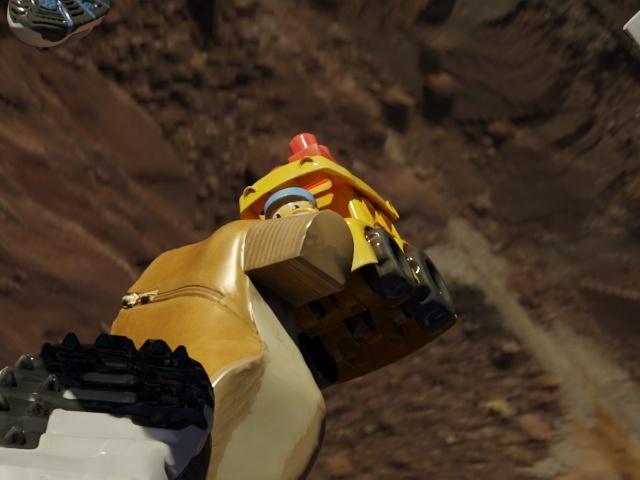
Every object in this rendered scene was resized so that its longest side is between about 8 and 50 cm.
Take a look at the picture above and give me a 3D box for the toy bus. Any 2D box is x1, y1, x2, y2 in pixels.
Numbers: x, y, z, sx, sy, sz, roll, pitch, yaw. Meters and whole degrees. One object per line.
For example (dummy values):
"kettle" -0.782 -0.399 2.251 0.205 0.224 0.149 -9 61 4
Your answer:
"toy bus" 0.000 0.000 1.709 0.149 0.220 0.211 -26 67 14

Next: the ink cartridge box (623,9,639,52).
"ink cartridge box" 0.336 -0.211 1.431 0.208 0.206 0.045 -43 75 29

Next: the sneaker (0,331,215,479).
"sneaker" -0.079 0.111 0.638 0.078 0.234 0.106 7 112 -2

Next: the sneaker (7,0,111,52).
"sneaker" -0.225 -0.191 1.700 0.080 0.211 0.081 31 109 -5

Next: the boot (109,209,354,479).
"boot" -0.092 0.112 1.461 0.104 0.211 0.295 40 52 -27
